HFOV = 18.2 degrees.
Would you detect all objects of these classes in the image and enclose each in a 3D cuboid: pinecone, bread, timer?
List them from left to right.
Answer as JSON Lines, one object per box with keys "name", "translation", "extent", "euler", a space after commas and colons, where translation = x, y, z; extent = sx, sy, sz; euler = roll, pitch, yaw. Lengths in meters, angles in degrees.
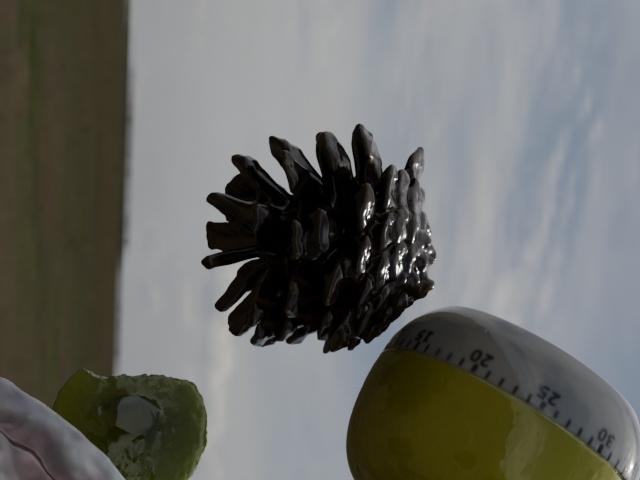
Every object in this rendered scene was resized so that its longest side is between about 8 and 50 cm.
{"name": "bread", "translation": [-0.162, 0.166, 1.647], "extent": [0.114, 0.129, 0.111], "euler": [133, -32, -77]}
{"name": "pinecone", "translation": [-0.003, 0.000, 1.737], "extent": [0.229, 0.201, 0.202], "euler": [58, 25, -74]}
{"name": "timer", "translation": [0.130, 0.223, 1.782], "extent": [0.285, 0.285, 0.285], "euler": [-178, -90, -83]}

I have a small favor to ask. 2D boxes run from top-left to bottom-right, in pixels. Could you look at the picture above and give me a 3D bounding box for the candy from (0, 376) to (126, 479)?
{"name": "candy", "translation": [-0.208, 0.143, 0.872], "extent": [0.157, 0.289, 0.214], "euler": [-67, -178, -65]}
